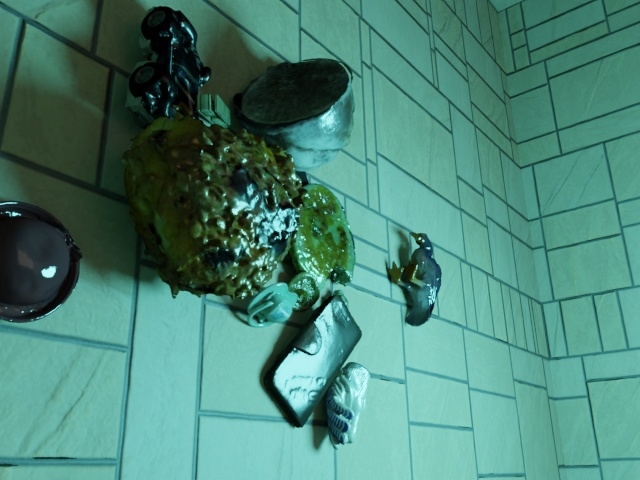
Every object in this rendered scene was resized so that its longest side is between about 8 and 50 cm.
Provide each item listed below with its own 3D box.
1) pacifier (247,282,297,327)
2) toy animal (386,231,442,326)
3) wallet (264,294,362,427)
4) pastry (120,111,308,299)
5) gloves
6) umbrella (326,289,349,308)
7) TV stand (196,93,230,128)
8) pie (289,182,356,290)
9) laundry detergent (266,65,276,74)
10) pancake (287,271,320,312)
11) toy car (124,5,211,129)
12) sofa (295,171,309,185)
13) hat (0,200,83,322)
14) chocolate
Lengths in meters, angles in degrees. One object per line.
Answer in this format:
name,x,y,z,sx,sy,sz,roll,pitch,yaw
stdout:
pacifier,-0.125,0.132,1.399,0.116,0.127,0.150,49,4,29
toy animal,0.313,0.121,1.959,0.185,0.122,0.298,4,74,-53
wallet,-0.007,0.281,1.483,0.309,0.042,0.165,-48,120,-37
pastry,-0.193,-0.053,1.201,0.405,0.293,0.337,11,78,-62
gloves,0.064,0.410,1.526,0.119,0.097,0.229,48,37,-25
umbrella,0.039,0.193,1.617,0.067,0.062,0.143,20,56,-13
TV stand,-0.226,-0.278,1.345,0.249,0.042,0.036,-85,172,-88
pie,-0.002,-0.008,1.625,0.303,0.067,0.302,23,59,-45
laundry detergent,-0.043,-0.402,1.723,0.290,0.094,0.143,15,71,-47
pancake,-0.042,0.129,1.520,0.108,0.017,0.108,-11,114,-27
toy car,-0.318,-0.348,1.295,0.193,0.118,0.301,52,32,-58
sofa,-0.083,-0.164,1.607,0.118,0.039,0.060,-17,89,-54
hat,-0.461,0.029,0.968,0.205,0.089,0.205,27,55,-47
chocolate,-0.042,-0.292,1.542,0.213,0.303,0.303,70,29,-41
